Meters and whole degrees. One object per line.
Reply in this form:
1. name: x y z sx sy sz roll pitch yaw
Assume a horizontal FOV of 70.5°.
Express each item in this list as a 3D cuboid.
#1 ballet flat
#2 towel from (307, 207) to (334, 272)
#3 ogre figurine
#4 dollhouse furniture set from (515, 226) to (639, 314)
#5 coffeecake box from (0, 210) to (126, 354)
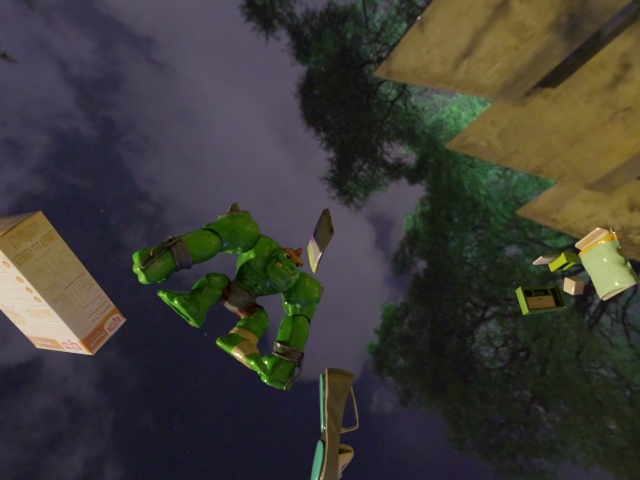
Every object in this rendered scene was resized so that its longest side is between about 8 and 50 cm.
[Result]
1. ballet flat: 0.025 0.314 0.721 0.068 0.072 0.213 7 -102 -5
2. towel: 0.000 0.000 0.659 0.009 0.083 0.060 9 -141 -19
3. ogre figurine: -0.073 0.048 0.449 0.197 0.097 0.118 38 -113 -5
4. dollhouse furniture set: 0.313 0.047 0.574 0.058 0.152 0.076 -3 -116 -8
5. coffeecake box: -0.373 0.060 0.599 0.068 0.142 0.185 -57 -47 -45
